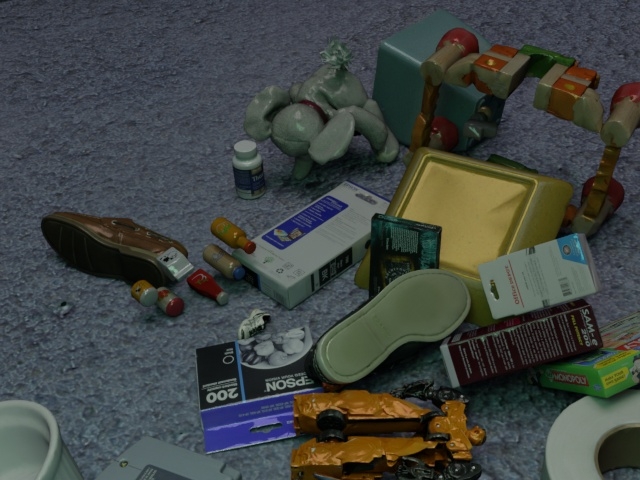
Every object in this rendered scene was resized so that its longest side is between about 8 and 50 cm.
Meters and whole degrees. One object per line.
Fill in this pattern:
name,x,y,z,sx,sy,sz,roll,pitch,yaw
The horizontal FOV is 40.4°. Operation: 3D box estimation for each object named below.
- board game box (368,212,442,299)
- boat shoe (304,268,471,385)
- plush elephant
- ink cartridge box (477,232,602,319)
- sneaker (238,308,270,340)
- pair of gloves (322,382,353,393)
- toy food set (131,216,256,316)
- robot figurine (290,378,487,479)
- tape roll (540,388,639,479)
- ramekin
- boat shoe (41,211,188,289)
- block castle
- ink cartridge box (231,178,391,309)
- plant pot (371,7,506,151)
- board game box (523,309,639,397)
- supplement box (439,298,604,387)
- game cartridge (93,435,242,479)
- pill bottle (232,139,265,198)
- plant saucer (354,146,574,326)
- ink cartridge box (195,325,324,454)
board game box,0.150,0.048,1.559,0.126,0.186,0.026,13,33,20
boat shoe,0.110,0.151,1.460,0.340,0.113,0.127,-31,86,-36
plush elephant,-0.007,-0.252,1.926,0.271,0.330,0.255,31,67,28
ink cartridge box,0.369,0.061,1.472,0.180,0.104,0.060,-19,-6,28
sneaker,-0.119,0.154,1.572,0.036,0.032,0.083,13,41,21
pair of gloves,0.028,0.258,1.441,0.074,0.010,0.083,-16,40,-15
toy food set,-0.227,0.070,1.624,0.232,0.111,0.104,-38,49,-25
robot figurine,0.102,0.300,1.310,0.290,0.085,0.211,1,38,0
tape roll,0.453,0.345,1.218,0.286,0.100,0.286,-2,38,2
ramekin,-0.459,0.365,1.196,0.277,0.135,0.277,-15,33,10
boat shoe,-0.409,0.010,1.737,0.307,0.111,0.104,23,40,16
block castle,0.413,-0.231,1.763,0.453,0.303,0.213,23,41,21
ink cartridge box,0.000,0.000,1.738,0.332,0.065,0.165,-34,46,-31
plant pot,0.295,-0.350,2.035,0.252,0.247,0.247,34,50,27
board game box,0.512,0.165,1.396,0.317,0.046,0.213,-19,1,-19
supplement box,0.318,0.162,1.388,0.239,0.073,0.130,-18,-4,12
game cartridge,-0.265,0.415,1.229,0.198,0.062,0.297,10,39,24
pill bottle,-0.158,-0.156,1.907,0.067,0.120,0.067,-3,38,2
plant saucer,0.263,-0.028,1.629,0.332,0.081,0.333,17,67,24
ink cartridge box,-0.101,0.242,1.441,0.206,0.045,0.208,-11,39,-5
